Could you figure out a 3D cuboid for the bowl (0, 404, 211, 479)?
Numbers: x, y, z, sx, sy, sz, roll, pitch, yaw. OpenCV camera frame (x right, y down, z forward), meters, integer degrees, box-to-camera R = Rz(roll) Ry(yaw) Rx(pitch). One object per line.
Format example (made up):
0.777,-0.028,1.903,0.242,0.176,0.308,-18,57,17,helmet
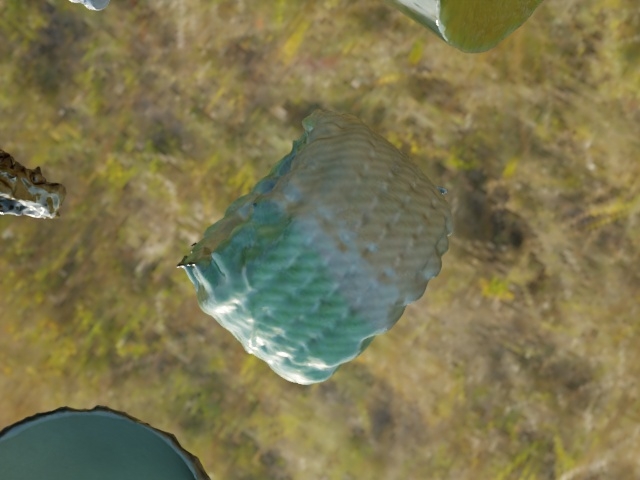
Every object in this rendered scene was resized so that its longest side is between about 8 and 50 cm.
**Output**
-0.127,0.210,0.780,0.211,0.211,0.112,17,158,28,bowl

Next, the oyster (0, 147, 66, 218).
-0.296,-0.066,0.810,0.345,0.079,0.128,15,146,-41,oyster

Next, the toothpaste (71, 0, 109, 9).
-0.248,-0.244,1.203,0.190,0.048,0.031,34,180,32,toothpaste

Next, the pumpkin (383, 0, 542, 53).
0.076,-0.307,0.930,0.199,0.332,0.332,20,150,22,pumpkin

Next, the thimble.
0.000,0.000,1.159,0.150,0.219,0.219,43,151,-10,thimble
